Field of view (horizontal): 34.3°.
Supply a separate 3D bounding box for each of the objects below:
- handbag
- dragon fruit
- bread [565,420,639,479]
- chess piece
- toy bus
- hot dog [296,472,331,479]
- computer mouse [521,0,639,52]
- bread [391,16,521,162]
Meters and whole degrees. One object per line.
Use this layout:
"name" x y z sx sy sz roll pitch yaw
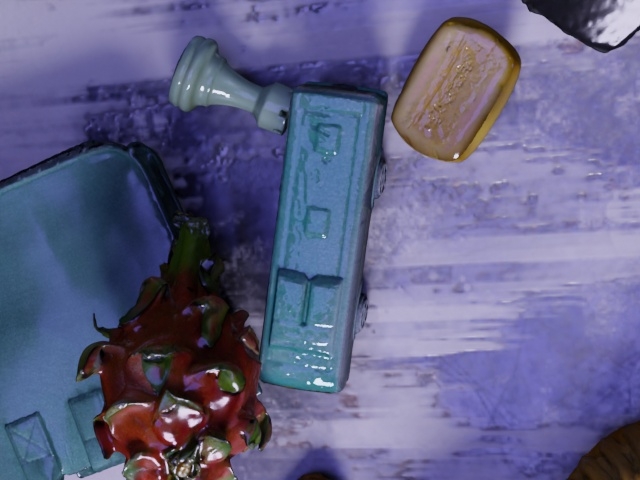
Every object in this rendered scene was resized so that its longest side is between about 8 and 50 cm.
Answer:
"handbag" -0.223 0.072 0.935 0.269 0.100 0.274 -25 91 9
"dragon fruit" -0.117 0.087 0.818 0.137 0.135 0.235 -13 73 -2
"bread" 0.284 0.244 0.784 0.240 0.139 0.239 -5 76 19
"chess piece" -0.072 -0.128 0.895 0.103 0.067 0.067 23 101 2
"toy bus" 0.000 0.000 0.865 0.091 0.109 0.261 7 99 8
"hot dog" -0.011 0.246 0.927 0.058 0.035 0.083 43 104 7
"computer mouse" 0.263 -0.281 0.774 0.295 0.087 0.168 -43 87 17
"bread" 0.112 -0.122 0.847 0.082 0.056 0.115 30 107 14
